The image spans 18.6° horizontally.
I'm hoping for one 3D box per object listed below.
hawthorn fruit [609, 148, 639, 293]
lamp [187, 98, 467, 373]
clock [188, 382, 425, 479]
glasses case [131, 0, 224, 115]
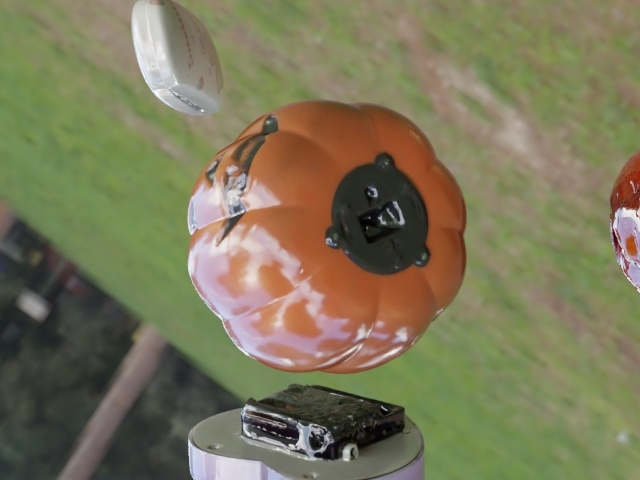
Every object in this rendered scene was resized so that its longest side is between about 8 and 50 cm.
[{"bbox_3d":[0.318,-0.020,1.534,0.173,0.179,0.173,64,-177,-6],"label":"hawthorn fruit"},{"bbox_3d":[0.000,0.000,1.305,0.187,0.187,0.164,36,152,-17],"label":"lamp"},{"bbox_3d":[0.002,0.153,1.534,0.198,0.064,0.172,12,-159,40],"label":"clock"},{"bbox_3d":[-0.119,-0.154,1.648,0.051,0.081,0.204,-11,175,8],"label":"glasses case"}]
